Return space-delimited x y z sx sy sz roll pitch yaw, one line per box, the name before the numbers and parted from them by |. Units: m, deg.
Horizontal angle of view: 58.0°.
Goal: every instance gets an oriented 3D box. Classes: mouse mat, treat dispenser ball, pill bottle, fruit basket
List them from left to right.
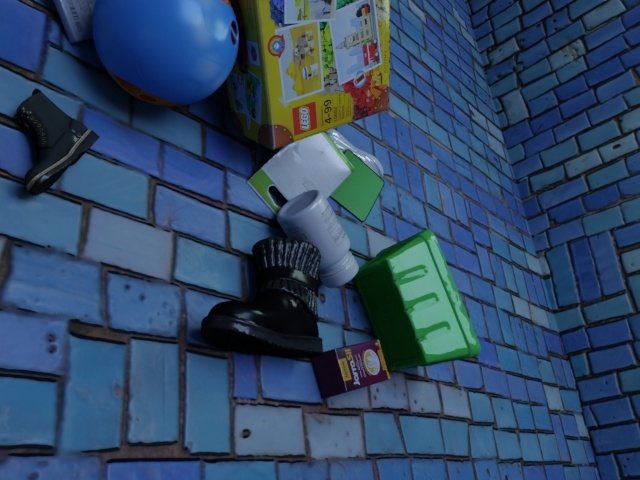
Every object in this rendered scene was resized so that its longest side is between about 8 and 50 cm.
treat dispenser ball | -0.312 -0.420 1.179 0.288 0.288 0.288 30 48 -39
pill bottle | 0.000 0.000 1.444 0.229 0.131 0.131 59 35 -23
mouse mat | 0.104 -0.162 1.723 0.190 0.007 0.152 36 77 -35
fruit basket | 0.305 0.169 1.650 0.392 0.283 0.392 12 66 -29

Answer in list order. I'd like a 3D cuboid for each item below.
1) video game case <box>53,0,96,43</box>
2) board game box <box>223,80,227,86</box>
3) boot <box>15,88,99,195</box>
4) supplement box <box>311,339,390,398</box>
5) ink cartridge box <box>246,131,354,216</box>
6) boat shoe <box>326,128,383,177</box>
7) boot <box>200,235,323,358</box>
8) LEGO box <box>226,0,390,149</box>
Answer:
video game case | -0.485 -0.534 1.196 0.193 0.023 0.212 -49 129 -52
board game box | -0.276 -0.481 1.385 0.281 0.145 0.027 27 46 -41
boot | -0.490 -0.172 0.997 0.137 0.077 0.198 43 27 -20
supplement box | 0.075 0.309 1.400 0.188 0.081 0.104 1 68 -51
ink cartridge box | -0.064 -0.173 1.523 0.255 0.097 0.189 -47 111 -17
boat shoe | 0.086 -0.237 1.755 0.258 0.095 0.084 29 52 -25
boot | -0.117 0.106 1.231 0.348 0.131 0.260 27 55 -54
LEGO box | -0.035 -0.518 1.333 0.372 0.193 0.500 -25 128 -29
